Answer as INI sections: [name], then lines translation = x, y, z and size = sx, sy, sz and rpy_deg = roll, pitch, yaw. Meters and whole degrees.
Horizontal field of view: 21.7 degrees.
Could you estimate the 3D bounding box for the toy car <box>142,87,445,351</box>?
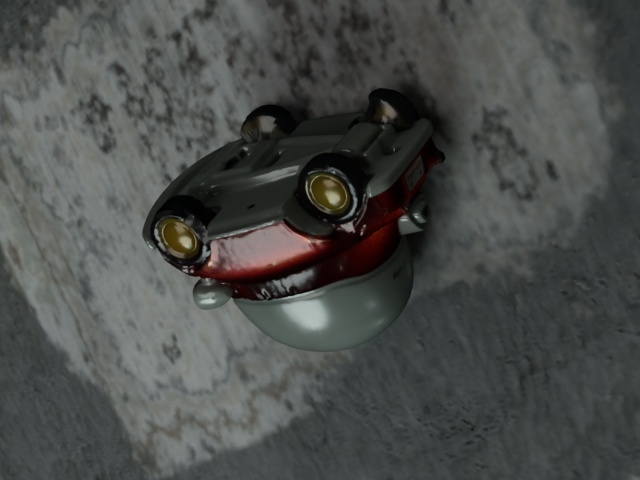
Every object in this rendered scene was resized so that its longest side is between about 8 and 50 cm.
[toy car]
translation = 0.000, 0.000, 0.799
size = 0.139, 0.112, 0.112
rpy_deg = -9, 116, 35
